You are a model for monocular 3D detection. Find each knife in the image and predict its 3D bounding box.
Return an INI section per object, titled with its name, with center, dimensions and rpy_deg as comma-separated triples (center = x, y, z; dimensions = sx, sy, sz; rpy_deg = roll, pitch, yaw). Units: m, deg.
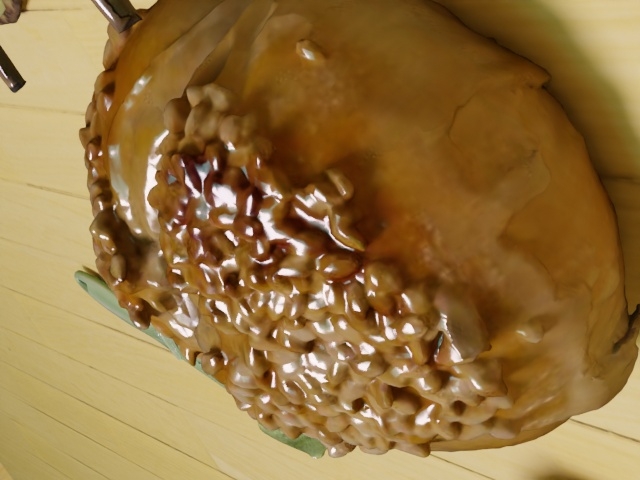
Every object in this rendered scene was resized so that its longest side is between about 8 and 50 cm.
[knife]
center = -0.150, 0.088, 1.400
dimensions = 0.293, 0.020, 0.043
rpy_deg = 31, 150, 37

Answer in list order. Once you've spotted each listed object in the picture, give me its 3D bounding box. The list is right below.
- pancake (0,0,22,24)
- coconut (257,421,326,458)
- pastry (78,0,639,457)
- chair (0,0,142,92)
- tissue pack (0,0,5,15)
[pancake]
center = -0.292, -0.244, 1.122
dimensions = 0.199, 0.021, 0.199
rpy_deg = 40, 156, 22
[coconut]
center = -0.011, 0.116, 1.100
dimensions = 0.088, 0.087, 0.096
rpy_deg = 150, 109, -68
[pastry]
center = 0.000, 0.000, 0.750
dimensions = 0.315, 0.184, 0.284
rpy_deg = 30, 152, 38
[chair]
center = -0.139, -0.229, 0.642
dimensions = 0.272, 0.188, 0.166
rpy_deg = 52, 154, -15
[tissue pack]
center = -0.409, -0.264, 0.944
dimensions = 0.388, 0.162, 0.287
rpy_deg = 55, -165, -3
